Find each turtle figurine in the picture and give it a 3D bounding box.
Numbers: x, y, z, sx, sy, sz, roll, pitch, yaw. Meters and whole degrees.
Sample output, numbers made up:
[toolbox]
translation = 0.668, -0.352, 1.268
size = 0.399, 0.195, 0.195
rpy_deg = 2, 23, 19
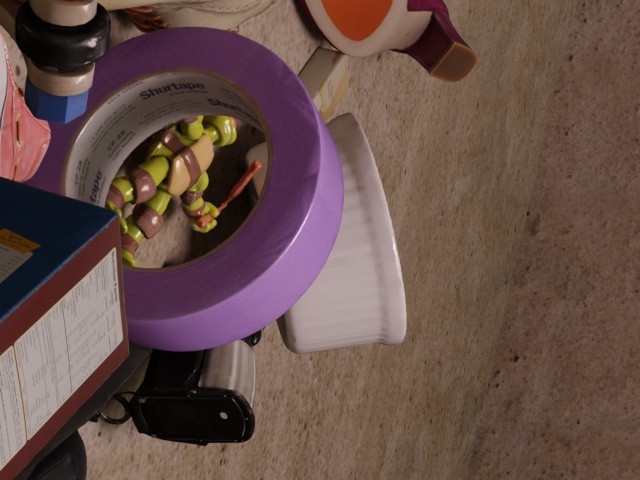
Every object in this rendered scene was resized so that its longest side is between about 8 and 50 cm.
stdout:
[turtle figurine]
translation = -0.148, -0.080, 1.371
size = 0.217, 0.087, 0.269
rpy_deg = -48, 163, -32

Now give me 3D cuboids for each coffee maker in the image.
[coffee maker]
translation = -0.143, 0.116, 1.479
size = 0.120, 0.171, 0.178
rpy_deg = 116, -15, -46

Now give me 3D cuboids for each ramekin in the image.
[ramekin]
translation = 0.000, 0.000, 1.594
size = 0.277, 0.135, 0.277
rpy_deg = 167, -90, -84

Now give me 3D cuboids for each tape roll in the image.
[tape roll]
translation = -0.121, -0.046, 1.198
size = 0.090, 0.274, 0.275
rpy_deg = 58, 51, -65

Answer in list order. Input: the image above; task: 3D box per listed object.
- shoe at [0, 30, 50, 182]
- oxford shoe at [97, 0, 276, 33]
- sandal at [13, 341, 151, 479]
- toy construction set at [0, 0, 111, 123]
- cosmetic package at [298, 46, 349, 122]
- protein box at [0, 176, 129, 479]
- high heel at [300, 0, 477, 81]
[shoe]
translation = -0.262, -0.110, 1.097
size = 0.081, 0.063, 0.178
rpy_deg = -48, 153, -53
[oxford shoe]
translation = -0.132, -0.234, 1.242
size = 0.397, 0.140, 0.146
rpy_deg = -22, 147, -54
[sandal]
translation = -0.259, 0.238, 1.195
size = 0.167, 0.107, 0.446
rpy_deg = -41, -173, 42
[toy construction set]
translation = -0.247, -0.235, 0.879
size = 0.237, 0.257, 0.309
rpy_deg = -76, 158, -50
[cosmetic package]
translation = -0.006, -0.186, 1.735
size = 0.060, 0.041, 0.115
rpy_deg = 82, 31, -48
[protein box]
translation = -0.275, 0.058, 0.979
size = 0.201, 0.199, 0.136
rpy_deg = -49, 149, -49
[high heel]
translation = 0.053, -0.321, 1.784
size = 0.127, 0.181, 0.377
rpy_deg = -46, 146, 13
